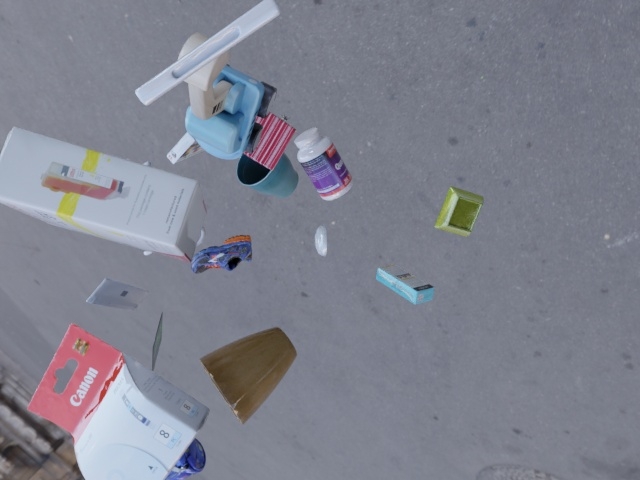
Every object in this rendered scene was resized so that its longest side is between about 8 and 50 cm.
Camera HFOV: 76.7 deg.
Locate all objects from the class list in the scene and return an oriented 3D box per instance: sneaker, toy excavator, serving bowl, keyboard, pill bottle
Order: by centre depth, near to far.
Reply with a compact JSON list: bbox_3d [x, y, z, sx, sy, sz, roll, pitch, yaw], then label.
[{"bbox_3d":[0.000,0.000,1.074,0.027,0.084,0.084,0,133,-5],"label":"serving bowl"},{"bbox_3d":[-0.545,0.152,1.107,0.014,0.072,0.256,29,167,7],"label":"keyboard"},{"bbox_3d":[-0.288,-0.385,1.158,0.222,0.446,0.433,24,129,-6],"label":"toy excavator"},{"bbox_3d":[-0.303,0.058,1.235,0.221,0.083,0.087,-24,75,19],"label":"sneaker"},{"bbox_3d":[0.012,-0.362,1.915,0.181,0.182,0.323,-7,128,40],"label":"pill bottle"}]

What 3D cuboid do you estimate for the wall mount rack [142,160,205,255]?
[{"bbox_3d":[-0.562,-0.073,1.310,0.304,0.131,0.350,-44,127,10],"label":"wall mount rack"}]

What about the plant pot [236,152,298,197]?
[{"bbox_3d":[-0.255,-0.355,2.130,0.271,0.272,0.255,3,161,35],"label":"plant pot"}]

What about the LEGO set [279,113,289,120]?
[{"bbox_3d":[-0.174,-0.540,1.798,0.054,0.083,0.024,122,133,-75],"label":"LEGO set"}]

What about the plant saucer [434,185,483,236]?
[{"bbox_3d":[0.602,-0.115,1.719,0.188,0.045,0.189,13,104,-22],"label":"plant saucer"}]

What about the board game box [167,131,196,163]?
[{"bbox_3d":[-0.535,-0.461,1.841,0.192,0.305,0.053,-30,101,37],"label":"board game box"}]

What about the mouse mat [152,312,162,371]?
[{"bbox_3d":[-0.636,0.395,1.580,0.007,0.190,0.153,6,123,-15],"label":"mouse mat"}]

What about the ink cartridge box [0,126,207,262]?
[{"bbox_3d":[-0.486,-0.086,0.954,0.383,0.161,0.279,17,167,-8],"label":"ink cartridge box"}]

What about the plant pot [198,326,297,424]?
[{"bbox_3d":[-0.208,0.392,1.270,0.237,0.254,0.237,42,152,29],"label":"plant pot"}]

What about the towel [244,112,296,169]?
[{"bbox_3d":[-0.262,-0.437,1.633,0.274,0.031,0.199,32,103,-4],"label":"towel"}]

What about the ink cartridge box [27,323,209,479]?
[{"bbox_3d":[-0.502,0.423,0.953,0.384,0.091,0.308,34,106,-4],"label":"ink cartridge box"}]

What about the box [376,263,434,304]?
[{"bbox_3d":[0.349,0.178,1.690,0.244,0.100,0.060,33,124,51],"label":"box"}]

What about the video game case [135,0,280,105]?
[{"bbox_3d":[-0.134,-0.250,0.518,0.183,0.201,0.023,-29,119,10],"label":"video game case"}]

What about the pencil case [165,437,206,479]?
[{"bbox_3d":[-0.485,0.692,1.175,0.120,0.305,0.133,59,173,-3],"label":"pencil case"}]
